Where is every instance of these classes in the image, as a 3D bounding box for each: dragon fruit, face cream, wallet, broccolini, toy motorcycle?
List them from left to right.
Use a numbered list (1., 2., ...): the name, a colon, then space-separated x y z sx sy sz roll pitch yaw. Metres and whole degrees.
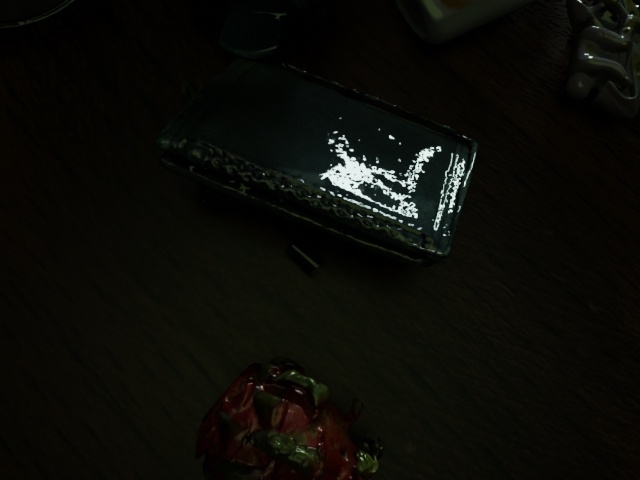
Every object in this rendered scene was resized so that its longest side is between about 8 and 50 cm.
1. broccolini: -0.145 -0.129 0.684 0.074 0.058 0.201 -12 60 -19
2. dragon fruit: -0.029 0.210 0.543 0.172 0.160 0.166 39 45 6
3. wallet: 0.010 -0.108 0.636 0.343 0.075 0.237 21 50 5
4. face cream: 0.250 -0.386 0.740 0.292 0.071 0.143 -24 77 -8
5. toy motorcycle: 0.398 -0.244 0.708 0.153 0.073 0.224 -16 77 -3

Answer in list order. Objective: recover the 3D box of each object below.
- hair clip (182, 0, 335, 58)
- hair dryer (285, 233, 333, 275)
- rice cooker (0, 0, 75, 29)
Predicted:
1. hair clip: -0.075 -0.370 0.648 0.311 0.206 0.194 13 60 10
2. hair dryer: 0.000 0.000 0.656 0.047 0.026 0.083 43 75 8
3. rice cooker: -0.416 -0.404 0.644 0.281 0.227 0.241 8 73 2
